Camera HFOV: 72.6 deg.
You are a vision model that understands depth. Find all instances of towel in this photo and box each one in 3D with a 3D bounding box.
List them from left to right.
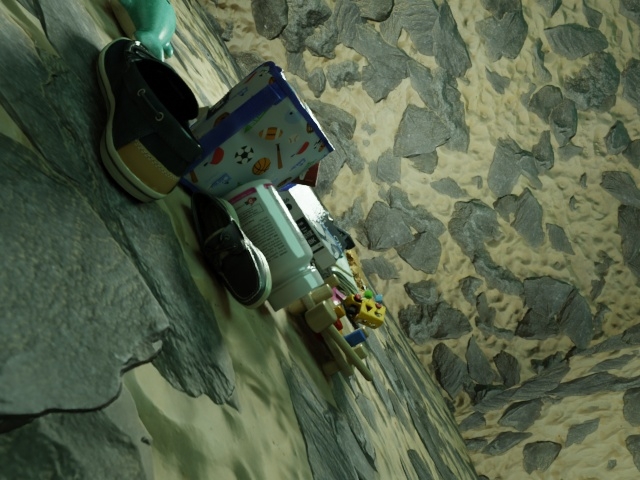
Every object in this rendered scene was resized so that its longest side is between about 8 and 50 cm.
[{"bbox_3d":[0.050,0.085,1.988,0.320,0.090,0.374,50,12,-48],"label":"towel"}]

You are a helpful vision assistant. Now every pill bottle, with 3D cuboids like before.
[{"bbox_3d":[-0.119,0.013,1.023,0.282,0.161,0.160,60,8,5],"label":"pill bottle"}]

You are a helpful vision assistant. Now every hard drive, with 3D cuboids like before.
[{"bbox_3d":[0.048,-0.044,2.174,0.255,0.054,0.172,30,-11,26],"label":"hard drive"}]

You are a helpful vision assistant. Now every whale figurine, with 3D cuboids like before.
[{"bbox_3d":[-0.473,-0.604,1.211,0.216,0.141,0.271,48,14,-52],"label":"whale figurine"}]

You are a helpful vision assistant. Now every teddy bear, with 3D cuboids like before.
[{"bbox_3d":[0.171,0.217,2.247,0.337,0.113,0.245,68,17,8],"label":"teddy bear"}]

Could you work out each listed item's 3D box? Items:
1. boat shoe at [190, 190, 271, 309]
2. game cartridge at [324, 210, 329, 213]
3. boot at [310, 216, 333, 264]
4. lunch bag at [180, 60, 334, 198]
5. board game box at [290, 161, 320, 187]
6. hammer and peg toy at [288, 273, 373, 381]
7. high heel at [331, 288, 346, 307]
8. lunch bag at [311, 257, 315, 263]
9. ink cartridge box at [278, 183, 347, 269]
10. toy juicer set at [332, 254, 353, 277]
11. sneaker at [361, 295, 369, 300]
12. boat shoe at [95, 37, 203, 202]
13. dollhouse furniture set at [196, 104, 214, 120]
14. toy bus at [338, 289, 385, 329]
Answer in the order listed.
[{"bbox_3d":[-0.189,0.011,0.858,0.092,0.103,0.285,37,19,-55],"label":"boat shoe"},{"bbox_3d":[-0.071,-0.135,1.864,0.198,0.062,0.297,21,7,5],"label":"game cartridge"},{"bbox_3d":[-0.090,-0.068,1.601,0.270,0.236,0.089,40,32,24],"label":"boot"},{"bbox_3d":[-0.170,-0.250,1.082,0.238,0.328,0.385,54,10,2],"label":"lunch bag"},{"bbox_3d":[-0.139,-0.250,1.286,0.027,0.282,0.144,-25,125,-81],"label":"board game box"},{"bbox_3d":[0.025,0.241,1.175,0.265,0.128,0.361,61,8,-1],"label":"hammer and peg toy"},{"bbox_3d":[0.014,0.201,1.503,0.117,0.082,0.244,32,19,9],"label":"high heel"},{"bbox_3d":[-0.110,-0.035,1.417,0.279,0.108,0.224,60,8,10],"label":"lunch bag"},{"bbox_3d":[-0.043,-0.080,1.371,0.332,0.065,0.165,54,24,-7],"label":"ink cartridge box"},{"bbox_3d":[0.000,0.000,1.724,0.329,0.089,0.209,45,7,29],"label":"toy juicer set"},{"bbox_3d":[0.211,0.274,1.922,0.069,0.038,0.098,48,-2,7],"label":"sneaker"},{"bbox_3d":[-0.329,-0.277,0.863,0.187,0.156,0.499,47,13,-46],"label":"boat shoe"},{"bbox_3d":[-0.285,-0.300,1.455,0.287,0.198,0.302,-27,115,-44],"label":"dollhouse furniture set"},{"bbox_3d":[0.173,0.304,1.854,0.190,0.203,0.104,60,36,-46],"label":"toy bus"}]
